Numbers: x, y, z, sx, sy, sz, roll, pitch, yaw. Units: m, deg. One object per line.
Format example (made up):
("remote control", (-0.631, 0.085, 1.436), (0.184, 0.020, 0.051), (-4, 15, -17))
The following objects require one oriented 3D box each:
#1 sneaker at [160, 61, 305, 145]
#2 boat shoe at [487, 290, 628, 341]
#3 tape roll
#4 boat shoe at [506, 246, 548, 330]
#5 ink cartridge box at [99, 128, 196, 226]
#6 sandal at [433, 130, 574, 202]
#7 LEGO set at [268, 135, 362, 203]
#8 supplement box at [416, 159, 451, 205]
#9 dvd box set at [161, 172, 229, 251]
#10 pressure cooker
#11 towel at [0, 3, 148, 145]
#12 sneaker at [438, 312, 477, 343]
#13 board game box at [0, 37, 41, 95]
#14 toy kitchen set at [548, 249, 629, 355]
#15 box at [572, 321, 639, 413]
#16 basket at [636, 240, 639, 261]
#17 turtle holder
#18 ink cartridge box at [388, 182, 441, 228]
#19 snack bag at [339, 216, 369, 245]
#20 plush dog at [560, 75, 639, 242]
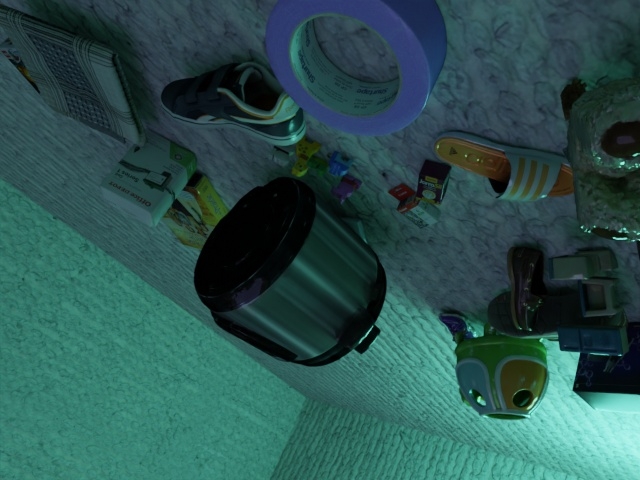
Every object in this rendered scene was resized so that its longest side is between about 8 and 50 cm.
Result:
("sneaker", (-0.184, -0.291, 0.952), (0.320, 0.126, 0.127), (14, 152, 13))
("boat shoe", (0.550, 0.189, 1.135), (0.116, 0.123, 0.324), (26, 163, -31))
("tape roll", (0.053, -0.297, 0.760), (0.274, 0.090, 0.275), (21, 153, 11))
("boat shoe", (0.460, 0.112, 1.056), (0.073, 0.073, 0.207), (7, 121, 44))
("ink cartridge box", (-0.468, -0.171, 1.317), (0.160, 0.220, 0.093), (28, 154, -1))
("sandal", (0.321, -0.114, 0.850), (0.265, 0.076, 0.102), (19, 153, 16))
("LEGO set", (-0.018, -0.160, 1.063), (0.227, 0.093, 0.087), (27, 153, 1))
("supplement box", (0.228, -0.116, 0.969), (0.054, 0.043, 0.083), (20, 152, 18))
("dvd box set", (-0.428, -0.084, 1.613), (0.307, 0.062, 0.420), (14, 150, 25))
("pressure cooker", (-0.043, 0.101, 1.174), (0.375, 0.370, 0.420), (-24, 130, 33))
("towel", (-0.579, -0.367, 1.136), (0.312, 0.056, 0.324), (23, 154, 6))
("sneaker", (0.420, 0.277, 1.461), (0.170, 0.071, 0.068), (41, 151, -23))
("board game box", (-0.647, -0.421, 1.225), (0.305, 0.053, 0.193), (13, 151, 26))
("toy kitchen set", (0.499, 0.129, 0.944), (0.166, 0.207, 0.122), (-5, 178, -41))
("box", (0.723, 0.281, 1.063), (0.103, 0.184, 0.261), (36, 152, -19))
("basket", (0.603, -0.014, 0.693), (0.226, 0.154, 0.204), (-4, 146, 41))
("turtle holder", (0.477, 0.377, 1.345), (0.243, 0.228, 0.320), (24, 148, -33))
("ink cartridge box", (0.206, -0.076, 1.076), (0.115, 0.029, 0.063), (35, 153, -15))
("snack bag", (0.000, 0.000, 1.397), (0.342, 0.037, 0.323), (10, 149, 26))
("plush dog", (0.444, -0.145, 0.608), (0.225, 0.211, 0.262), (-7, 144, 20))
